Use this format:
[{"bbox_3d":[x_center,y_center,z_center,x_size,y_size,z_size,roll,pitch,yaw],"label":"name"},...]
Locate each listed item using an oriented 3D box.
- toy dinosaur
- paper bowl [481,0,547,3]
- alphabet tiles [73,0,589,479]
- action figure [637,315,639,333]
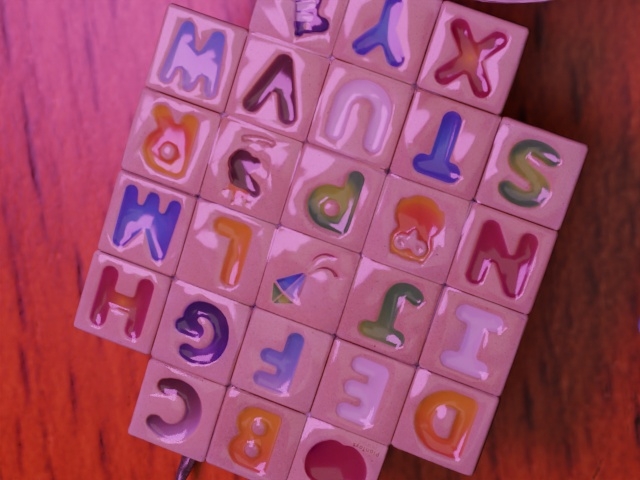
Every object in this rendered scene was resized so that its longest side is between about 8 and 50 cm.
[{"bbox_3d":[-0.030,0.056,1.195,0.160,0.121,0.313,31,101,19],"label":"toy dinosaur"},{"bbox_3d":[0.115,-0.282,1.030,0.284,0.148,0.284,-1,101,-3],"label":"paper bowl"},{"bbox_3d":[0.000,0.000,1.129,0.285,0.011,0.343,20,104,9],"label":"alphabet tiles"},{"bbox_3d":[0.345,0.059,1.028,0.248,0.276,0.370,46,134,-16],"label":"action figure"}]
